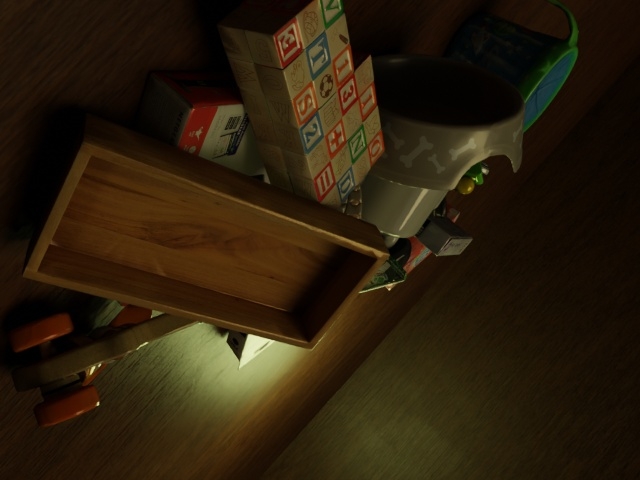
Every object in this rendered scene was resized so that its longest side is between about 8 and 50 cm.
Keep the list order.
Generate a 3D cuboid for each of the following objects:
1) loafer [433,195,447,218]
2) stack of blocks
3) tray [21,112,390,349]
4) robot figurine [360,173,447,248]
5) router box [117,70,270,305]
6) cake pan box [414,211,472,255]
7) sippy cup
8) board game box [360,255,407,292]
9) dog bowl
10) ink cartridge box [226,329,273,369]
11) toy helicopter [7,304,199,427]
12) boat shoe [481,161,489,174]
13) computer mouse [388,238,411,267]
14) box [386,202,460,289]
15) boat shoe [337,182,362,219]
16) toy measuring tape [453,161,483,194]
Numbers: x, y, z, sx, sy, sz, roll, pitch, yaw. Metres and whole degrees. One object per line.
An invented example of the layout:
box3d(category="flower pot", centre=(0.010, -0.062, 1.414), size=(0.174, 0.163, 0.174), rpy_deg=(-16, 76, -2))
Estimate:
box3d(category="loafer", centre=(0.256, -0.141, 1.546), size=(0.078, 0.220, 0.080), rpy_deg=(-20, 150, 4))
box3d(category="stack of blocks", centre=(-0.009, -0.191, 0.819), size=(0.171, 0.087, 0.297), rpy_deg=(-52, 146, -28))
box3d(category="tray", centre=(-0.135, 0.009, 0.798), size=(0.411, 0.076, 0.203), rpy_deg=(20, 121, -29))
box3d(category="robot figurine", centre=(0.183, -0.148, 1.366), size=(0.300, 0.199, 0.353), rpy_deg=(9, 124, -40))
box3d(category="router box", centre=(-0.159, -0.088, 0.921), size=(0.301, 0.082, 0.335), rpy_deg=(-22, 147, -52))
box3d(category="cake pan box", centre=(0.276, -0.059, 1.664), size=(0.070, 0.246, 0.267), rpy_deg=(-55, 160, 15))
box3d(category="sippy cup", centre=(0.405, -0.382, 1.371), size=(0.305, 0.224, 0.240), rpy_deg=(-47, 161, -6))
box3d(category="board game box", centre=(0.063, 0.072, 1.448), size=(0.260, 0.136, 0.030), rpy_deg=(-21, -144, 44))
box3d(category="dog bowl", centre=(0.186, -0.220, 1.060), size=(0.349, 0.349, 0.102), rpy_deg=(-32, 142, -39))
box3d(category="ink cartridge box", centre=(-0.135, 0.169, 1.466), size=(0.165, 0.065, 0.332), rpy_deg=(-35, 158, -38))
box3d(category="toy helicopter", centre=(-0.292, 0.153, 0.966), size=(0.355, 0.140, 0.235), rpy_deg=(-20, 177, -23))
box3d(category="boat shoe", centre=(0.387, -0.254, 1.641), size=(0.083, 0.183, 0.065), rpy_deg=(-56, 178, 9))
box3d(category="computer mouse", centre=(0.128, 0.037, 1.530), size=(0.188, 0.272, 0.072), rpy_deg=(-35, 114, -26))
box3d(category="box", centre=(0.259, -0.013, 1.859), size=(0.300, 0.154, 0.142), rpy_deg=(-38, 158, -32))
box3d(category="boat shoe", centre=(0.000, 0.000, 1.231), size=(0.116, 0.123, 0.324), rpy_deg=(-106, -150, -71))
box3d(category="toy measuring tape", centre=(0.336, -0.254, 1.536), size=(0.121, 0.121, 0.330), rpy_deg=(92, 1, -61))
